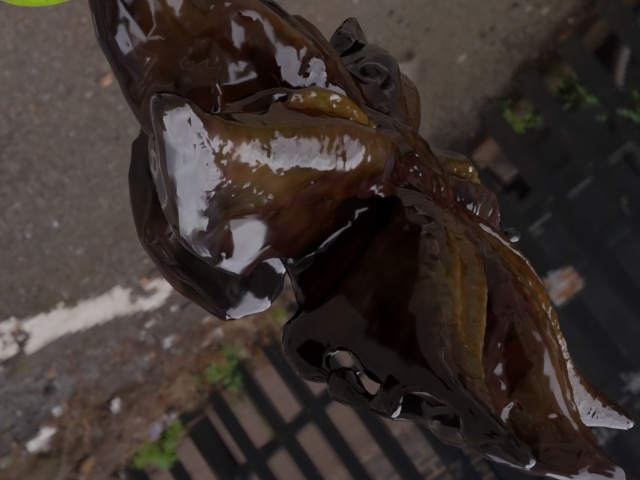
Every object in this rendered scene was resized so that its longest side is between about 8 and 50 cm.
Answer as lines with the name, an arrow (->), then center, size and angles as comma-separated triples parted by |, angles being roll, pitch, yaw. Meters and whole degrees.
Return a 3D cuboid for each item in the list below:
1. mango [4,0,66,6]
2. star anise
mango -> -0.149, -0.290, 0.904 | 0.273, 0.149, 0.185 | -35, 136, -12
star anise -> 0.000, 0.000, 0.421 | 0.102, 0.272, 0.272 | -41, 163, 16
